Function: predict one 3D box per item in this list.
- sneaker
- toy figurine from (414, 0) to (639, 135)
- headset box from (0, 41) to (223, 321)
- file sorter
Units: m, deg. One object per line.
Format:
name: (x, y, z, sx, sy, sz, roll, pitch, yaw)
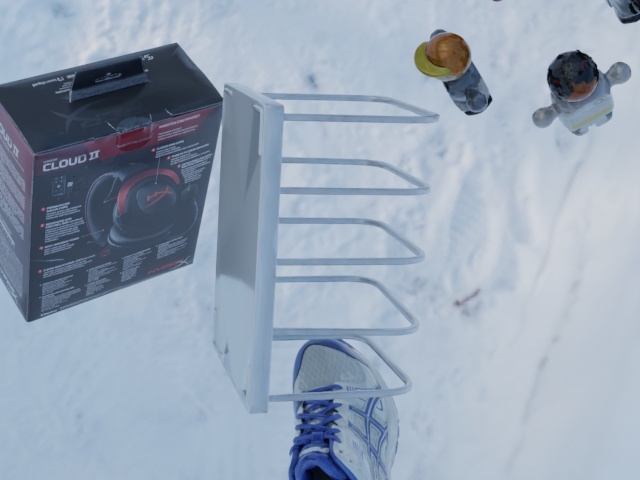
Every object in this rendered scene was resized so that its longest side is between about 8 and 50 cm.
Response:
sneaker: (0.020, 0.219, 1.160, 0.131, 0.112, 0.296, 43, 26, -53)
toy figurine: (0.215, -0.221, 1.105, 0.210, 0.213, 0.148, -69, 156, -7)
headset box: (-0.234, -0.072, 1.188, 0.218, 0.293, 0.110, -21, 57, -30)
file sorter: (0.000, 0.000, 1.066, 0.173, 0.193, 0.278, 1, 103, -15)
